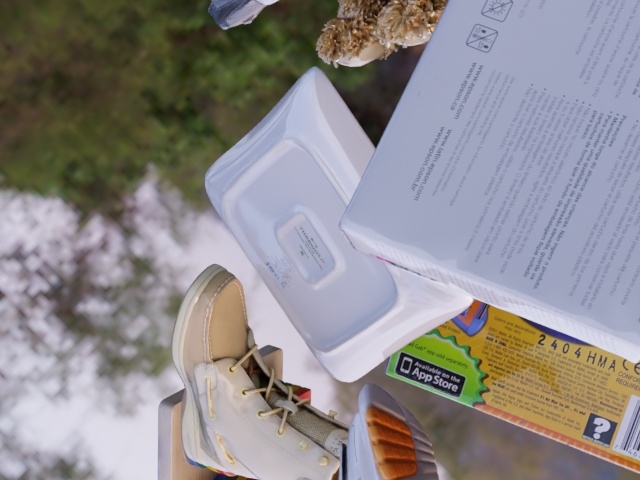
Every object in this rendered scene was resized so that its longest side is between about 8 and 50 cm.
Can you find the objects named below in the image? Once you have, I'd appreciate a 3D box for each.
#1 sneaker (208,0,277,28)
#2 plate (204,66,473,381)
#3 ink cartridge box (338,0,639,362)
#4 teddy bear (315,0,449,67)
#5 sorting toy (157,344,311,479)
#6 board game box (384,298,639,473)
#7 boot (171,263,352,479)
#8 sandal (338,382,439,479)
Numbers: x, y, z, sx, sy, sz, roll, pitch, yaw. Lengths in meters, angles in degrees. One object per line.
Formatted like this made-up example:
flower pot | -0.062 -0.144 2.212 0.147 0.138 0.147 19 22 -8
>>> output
sneaker | -0.084 -0.312 2.168 0.078 0.106 0.234 47 -157 -14
plate | 0.000 0.000 1.861 0.277 0.045 0.278 56 146 3
ink cartridge box | 0.228 -0.085 1.375 0.330 0.324 0.071 23 168 20
teddy bear | 0.092 -0.321 1.891 0.113 0.338 0.245 36 165 -26
sorting toy | -0.108 0.306 2.498 0.089 0.257 0.255 14 -157 31
board game box | 0.324 -0.007 1.965 0.356 0.356 0.356 21 -158 12
boot | -0.049 0.160 1.882 0.203 0.095 0.262 23 131 28
sandal | 0.056 0.237 1.624 0.102 0.076 0.265 40 -154 -35
